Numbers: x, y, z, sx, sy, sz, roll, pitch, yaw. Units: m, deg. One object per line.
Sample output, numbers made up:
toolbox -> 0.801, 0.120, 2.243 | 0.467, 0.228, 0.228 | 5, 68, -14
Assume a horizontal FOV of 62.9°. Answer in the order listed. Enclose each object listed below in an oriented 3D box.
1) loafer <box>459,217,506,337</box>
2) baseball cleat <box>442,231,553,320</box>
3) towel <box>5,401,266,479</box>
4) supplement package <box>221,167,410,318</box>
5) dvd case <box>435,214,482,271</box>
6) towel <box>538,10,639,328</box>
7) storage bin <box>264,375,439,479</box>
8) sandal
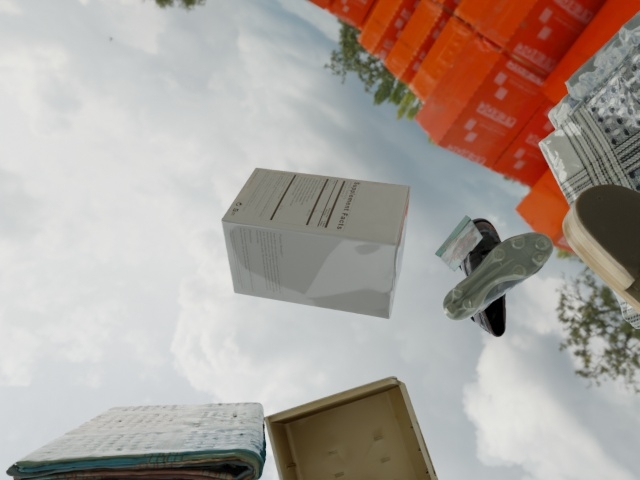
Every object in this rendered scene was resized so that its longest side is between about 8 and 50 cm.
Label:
loafer -> 0.374, 0.089, 1.156 | 0.109, 0.302, 0.095 | -21, -144, -5
baseball cleat -> 0.291, 0.059, 0.872 | 0.072, 0.206, 0.109 | 58, -163, 19
towel -> -0.212, 0.276, 0.735 | 0.272, 0.040, 0.370 | 1, 171, -6
supplement package -> 0.000, 0.000, 0.941 | 0.293, 0.177, 0.175 | 9, -140, 12
dvd case -> 0.252, 0.008, 0.947 | 0.013, 0.087, 0.119 | 41, -176, 32
towel -> 0.378, -0.110, 0.548 | 0.056, 0.312, 0.323 | 0, -118, -18
storage bin -> 0.067, 0.410, 0.937 | 0.123, 0.261, 0.262 | 64, -172, -67
sandal -> 0.231, 0.074, 0.316 | 0.088, 0.079, 0.240 | -20, -123, -14
